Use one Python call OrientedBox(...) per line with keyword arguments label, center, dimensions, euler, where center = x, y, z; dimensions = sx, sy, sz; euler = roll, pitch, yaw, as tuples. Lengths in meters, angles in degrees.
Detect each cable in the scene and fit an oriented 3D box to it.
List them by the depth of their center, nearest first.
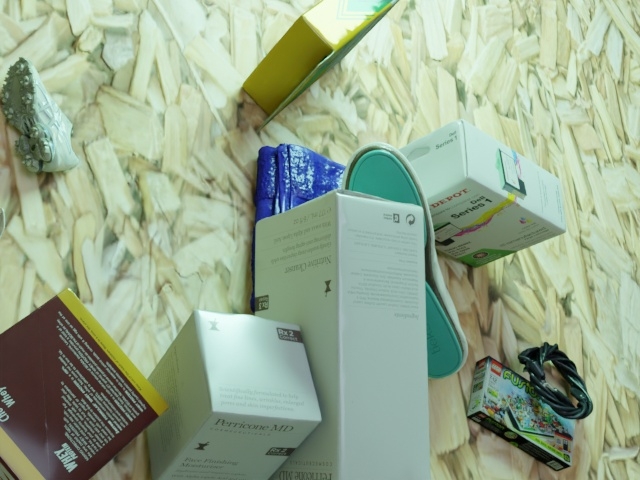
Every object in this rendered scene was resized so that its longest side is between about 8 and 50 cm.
OrientedBox(label="cable", center=(0.427, 0.247, 1.640), dimensions=(0.184, 0.047, 0.150), euler=(5, 42, -54))

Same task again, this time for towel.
OrientedBox(label="towel", center=(0.000, 0.000, 1.483), dimensions=(0.227, 0.076, 0.308), euler=(19, 55, -26))

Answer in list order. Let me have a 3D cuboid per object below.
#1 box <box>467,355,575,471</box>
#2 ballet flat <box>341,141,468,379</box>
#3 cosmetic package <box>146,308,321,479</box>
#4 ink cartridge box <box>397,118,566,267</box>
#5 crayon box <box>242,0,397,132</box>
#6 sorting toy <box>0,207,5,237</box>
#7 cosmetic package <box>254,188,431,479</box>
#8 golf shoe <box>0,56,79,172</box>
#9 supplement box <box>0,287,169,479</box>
OrientedBox(label="box", center=(0.346, 0.296, 1.592), dimensions=(0.207, 0.036, 0.114), euler=(32, 49, -17))
OrientedBox(label="ballet flat", center=(0.130, 0.029, 1.479), dimensions=(0.139, 0.139, 0.400), euler=(-35, 110, -43))
OrientedBox(label="cosmetic package", center=(-0.118, 0.206, 1.180), dimensions=(0.151, 0.184, 0.151), euler=(11, 45, -30))
OrientedBox(label="ink cartridge box", center=(0.254, -0.072, 1.594), dimensions=(0.278, 0.201, 0.117), euler=(23, 55, -38))
OrientedBox(label="crayon box", center=(-0.003, -0.337, 1.591), dimensions=(0.083, 0.203, 0.323), euler=(46, 47, -5))
OrientedBox(label="sorting toy", center=(-0.442, 0.001, 1.180), dimensions=(0.083, 0.045, 0.075), euler=(-5, 75, -39))
OrientedBox(label="cosmetic package", center=(0.024, 0.148, 1.261), dimensions=(0.156, 0.217, 0.385), euler=(9, 73, -33))
OrientedBox(label="golf shoe", center=(-0.393, -0.173, 1.315), dimensions=(0.086, 0.069, 0.176), euler=(7, 62, -57))
OrientedBox(label="supplement box", center=(-0.326, 0.198, 1.086), dimensions=(0.191, 0.129, 0.194), euler=(50, 46, -2))
